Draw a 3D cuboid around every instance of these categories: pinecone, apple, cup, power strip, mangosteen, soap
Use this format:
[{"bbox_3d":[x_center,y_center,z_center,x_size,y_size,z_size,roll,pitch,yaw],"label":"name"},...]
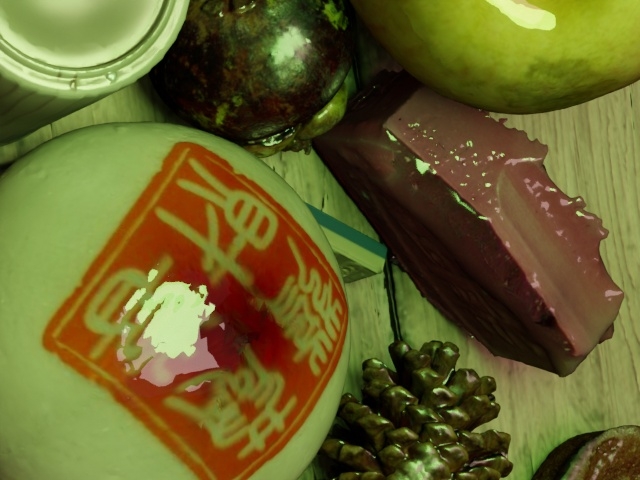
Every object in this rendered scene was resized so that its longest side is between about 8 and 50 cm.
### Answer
[{"bbox_3d":[0.093,0.192,1.713,0.185,0.168,0.212,37,70,-24],"label":"pinecone"},{"bbox_3d":[0.173,-0.279,1.534,0.364,0.364,0.364,1,89,-32],"label":"apple"},{"bbox_3d":[-0.230,-0.225,1.455,0.208,0.273,0.288,28,76,-22],"label":"cup"},{"bbox_3d":[0.000,0.000,1.722,0.123,0.056,0.032,29,62,-29],"label":"power strip"},{"bbox_3d":[-0.054,-0.162,1.635,0.192,0.192,0.217,-54,147,-21],"label":"mangosteen"},{"bbox_3d":[0.151,-0.015,1.733,0.127,0.220,0.325,-46,113,-15],"label":"soap"}]

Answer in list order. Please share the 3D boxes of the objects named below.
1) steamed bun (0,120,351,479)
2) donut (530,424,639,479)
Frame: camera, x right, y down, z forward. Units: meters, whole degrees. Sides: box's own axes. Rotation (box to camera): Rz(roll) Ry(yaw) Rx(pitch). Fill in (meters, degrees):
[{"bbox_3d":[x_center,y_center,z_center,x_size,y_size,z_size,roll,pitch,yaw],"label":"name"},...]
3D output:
[{"bbox_3d":[-0.133,0.079,1.534,0.374,0.241,0.374,2,86,-30],"label":"steamed bun"},{"bbox_3d":[0.310,0.268,1.900,0.217,0.085,0.141,39,69,-27],"label":"donut"}]
